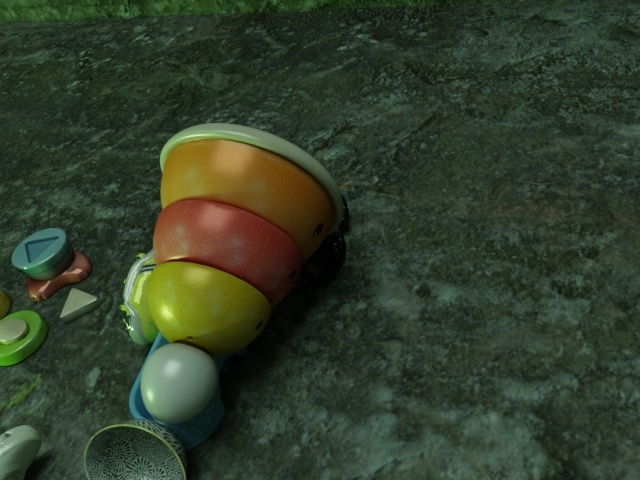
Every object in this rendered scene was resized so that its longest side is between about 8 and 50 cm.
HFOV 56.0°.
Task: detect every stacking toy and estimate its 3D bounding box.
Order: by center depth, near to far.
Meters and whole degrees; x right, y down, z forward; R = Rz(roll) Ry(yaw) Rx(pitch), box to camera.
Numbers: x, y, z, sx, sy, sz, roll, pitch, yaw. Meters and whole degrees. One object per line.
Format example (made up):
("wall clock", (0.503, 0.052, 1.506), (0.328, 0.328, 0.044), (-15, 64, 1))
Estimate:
("stacking toy", (-0.178, 0.076, 1.031), (0.351, 0.350, 0.480), (5, 62, 23))
("stacking toy", (-0.661, 0.105, 1.320), (0.309, 0.130, 0.279), (-37, 45, -20))

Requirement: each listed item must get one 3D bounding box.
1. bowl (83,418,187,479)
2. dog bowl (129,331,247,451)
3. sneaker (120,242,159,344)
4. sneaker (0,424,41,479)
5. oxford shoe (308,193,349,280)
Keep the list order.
("bowl", (-0.275, 0.342, 0.949), (0.170, 0.170, 0.080), (-4, 17, 13))
("dog bowl", (-0.241, 0.232, 1.093), (0.166, 0.074, 0.297), (0, 45, 17))
("sneaker", (-0.266, 0.050, 1.244), (0.147, 0.145, 0.384), (7, 49, 25))
("sneaker", (-0.540, 0.438, 0.958), (0.118, 0.110, 0.292), (20, 61, 24))
("oxford shoe", (0.000, 0.000, 1.274), (0.096, 0.083, 0.227), (-18, 38, 27))
